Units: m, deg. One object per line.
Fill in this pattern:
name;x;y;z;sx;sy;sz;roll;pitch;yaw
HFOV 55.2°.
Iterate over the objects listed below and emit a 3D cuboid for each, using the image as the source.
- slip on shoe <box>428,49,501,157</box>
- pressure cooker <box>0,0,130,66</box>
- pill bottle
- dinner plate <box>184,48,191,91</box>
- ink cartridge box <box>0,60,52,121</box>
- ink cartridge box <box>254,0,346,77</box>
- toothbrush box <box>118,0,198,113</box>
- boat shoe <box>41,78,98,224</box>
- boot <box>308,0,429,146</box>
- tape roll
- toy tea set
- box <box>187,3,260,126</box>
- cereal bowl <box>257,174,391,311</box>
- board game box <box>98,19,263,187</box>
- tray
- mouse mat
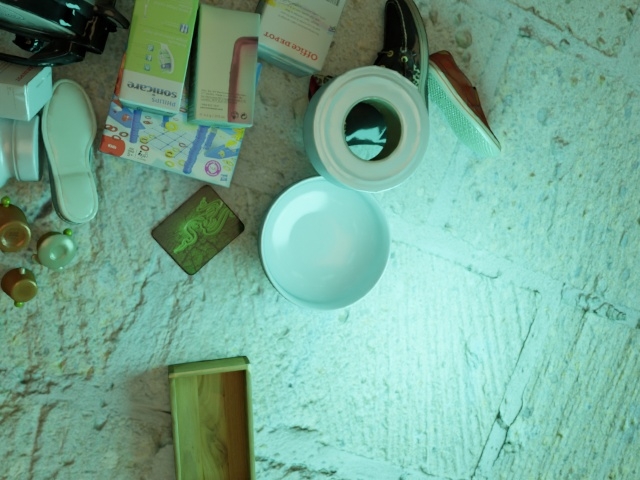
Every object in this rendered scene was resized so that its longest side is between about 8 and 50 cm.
slip on shoe;0.381;-0.358;1.613;0.101;0.123;0.331;-43;104;-13
pressure cooker;-0.561;-0.551;1.173;0.375;0.369;0.421;13;96;-49
pill bottle;-0.759;-0.197;1.260;0.333;0.188;0.188;0;99;-16
dinner plate;-0.241;-0.379;1.384;0.141;0.017;0.141;-3;98;-17
ink cartridge box;-0.655;-0.313;1.219;0.190;0.140;0.082;9;124;-6
ink cartridge box;-0.058;-0.526;1.425;0.171;0.168;0.233;20;92;-19
toothbrush box;-0.330;-0.407;1.254;0.122;0.206;0.284;11;94;-18
boat shoe;-0.563;-0.193;1.358;0.116;0.099;0.320;-5;88;-39
boot;0.116;-0.404;1.519;0.284;0.138;0.378;-9;106;-15
tape roll;0.106;-0.254;1.412;0.286;0.100;0.287;-2;97;-15
toy tea set;-0.725;0.067;1.373;0.336;0.124;0.200;-52;138;-7
box;-0.210;-0.363;1.308;0.126;0.148;0.233;3;97;-18
cereal bowl;0.000;0.000;1.539;0.338;0.141;0.339;-3;100;-16
board game box;-0.323;-0.310;1.424;0.308;0.086;0.302;14;95;-18
tray;-0.276;0.514;1.575;0.202;0.076;0.411;-4;100;-16
mouse mat;-0.302;-0.024;1.518;0.189;0.007;0.153;-43;107;-7
